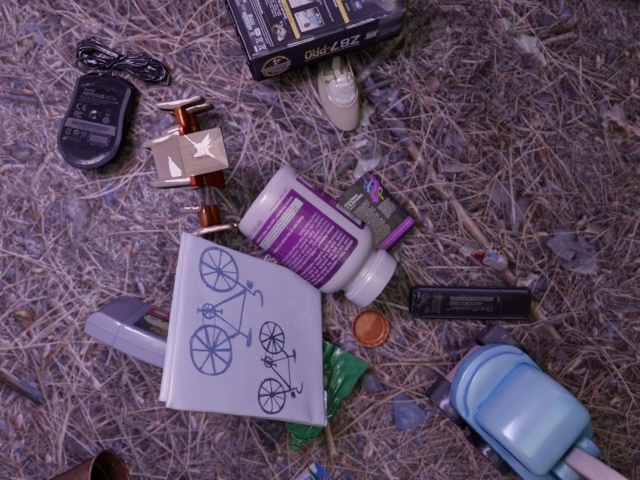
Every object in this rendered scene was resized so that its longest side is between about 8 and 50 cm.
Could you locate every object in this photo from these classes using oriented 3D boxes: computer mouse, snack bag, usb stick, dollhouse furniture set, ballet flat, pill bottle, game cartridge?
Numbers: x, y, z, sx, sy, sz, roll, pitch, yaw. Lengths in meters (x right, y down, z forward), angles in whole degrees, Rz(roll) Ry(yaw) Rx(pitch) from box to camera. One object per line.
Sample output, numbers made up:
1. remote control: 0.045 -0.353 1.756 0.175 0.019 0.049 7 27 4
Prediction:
1. computer mouse: -0.432 -0.259 1.078 0.188 0.072 0.272 16 75 -5
2. snack bag: -0.123 0.170 1.002 0.342 0.037 0.323 21 54 -35
3. usb stick: 0.334 0.138 1.182 0.278 0.045 0.077 2 96 -8
4. dollhouse furniture set: -0.218 -0.143 1.006 0.135 0.259 0.262 -12 93 3
5. ballet flat: 0.032 -0.357 1.127 0.086 0.086 0.248 -16 92 -7
6. pill bottle: 0.000 0.000 1.077 0.301 0.169 0.169 37 85 -5
7. game cartridge: -0.285 0.192 1.024 0.294 0.196 0.060 23 96 -7

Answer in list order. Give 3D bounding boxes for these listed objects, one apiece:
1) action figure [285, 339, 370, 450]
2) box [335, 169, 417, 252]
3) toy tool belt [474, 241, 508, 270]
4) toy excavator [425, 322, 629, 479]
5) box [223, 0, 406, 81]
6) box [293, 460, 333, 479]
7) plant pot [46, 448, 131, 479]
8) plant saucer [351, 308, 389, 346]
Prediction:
1. action figure: -0.007 0.333 1.126 0.137 0.063 0.232 29 82 -8
2. box: 0.115 -0.056 1.163 0.116 0.029 0.162 -43 96 -6
3. toy tool belt: 0.382 0.029 1.192 0.083 0.052 0.051 25 55 -10
4. toy excavator: 0.456 0.395 0.993 0.222 0.445 0.433 -45 95 -5
5. box: -0.052 -0.548 1.068 0.318 0.097 0.395 -21 77 -5
6. box: -0.043 0.571 1.131 0.178 0.042 0.109 -40 95 -5
7. plant pot: -0.473 0.514 1.023 0.165 0.167 0.167 -21 92 0
8. plant saucer: 0.108 0.191 1.167 0.083 0.013 0.083 0 89 -7
